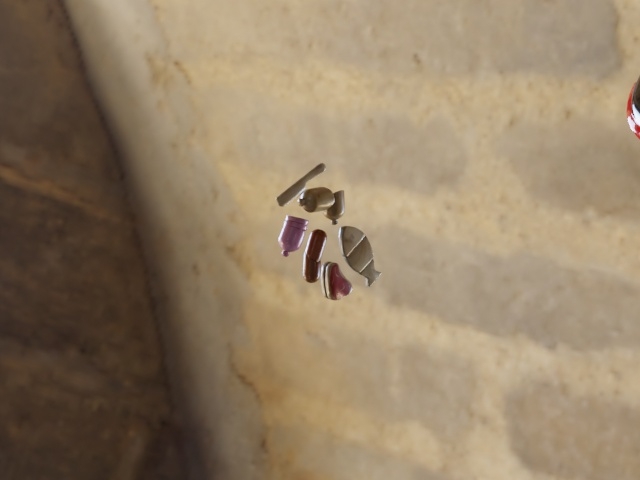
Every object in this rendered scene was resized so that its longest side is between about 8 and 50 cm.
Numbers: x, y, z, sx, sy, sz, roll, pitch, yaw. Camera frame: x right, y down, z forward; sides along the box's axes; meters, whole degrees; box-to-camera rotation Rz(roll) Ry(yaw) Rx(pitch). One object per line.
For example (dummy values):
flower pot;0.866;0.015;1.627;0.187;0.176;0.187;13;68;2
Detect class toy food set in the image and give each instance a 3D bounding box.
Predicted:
toy food set;0.000;0.000;1.243;0.019;0.078;0.122;11;-48;49

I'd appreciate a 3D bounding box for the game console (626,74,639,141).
game console;0.397;-0.163;0.906;0.386;0.342;0.060;7;-37;52
